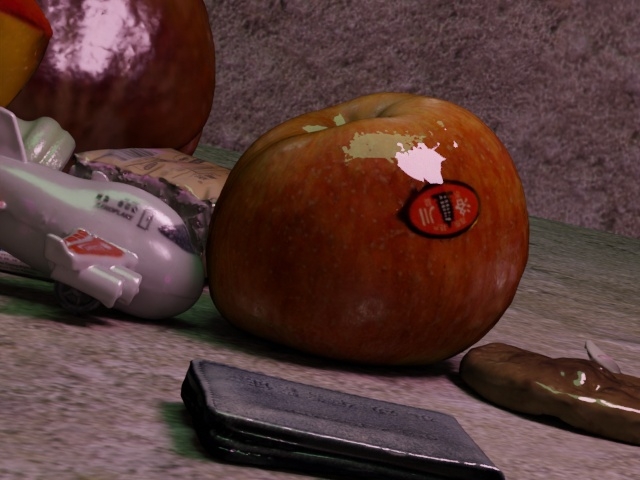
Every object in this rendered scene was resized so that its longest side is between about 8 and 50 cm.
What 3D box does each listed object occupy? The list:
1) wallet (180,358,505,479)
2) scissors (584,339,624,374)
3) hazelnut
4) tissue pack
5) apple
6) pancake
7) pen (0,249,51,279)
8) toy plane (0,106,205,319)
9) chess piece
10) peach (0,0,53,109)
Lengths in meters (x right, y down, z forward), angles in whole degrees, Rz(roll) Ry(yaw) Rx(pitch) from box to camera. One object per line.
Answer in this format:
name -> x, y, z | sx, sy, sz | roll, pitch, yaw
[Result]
wallet -> 0.011, 0.135, 1.382 | 0.222, 0.036, 0.167 | 11, 7, -10
scissors -> 0.288, 0.129, 1.950 | 0.085, 0.022, 0.176 | 13, 10, -6
hazelnut -> -0.349, -0.208, 2.277 | 0.429, 0.402, 0.402 | 13, 6, -30
tissue pack -> -0.135, -0.029, 2.102 | 0.215, 0.123, 0.257 | 18, 10, 30
apple -> 0.044, -0.018, 1.795 | 0.277, 0.250, 0.309 | 18, 12, 38
pancake -> 0.248, 0.132, 1.751 | 0.242, 0.050, 0.242 | 13, 8, -2
pen -> -0.316, 0.014, 1.842 | 0.204, 0.025, 0.025 | 12, 7, -2
toy plane -> -0.217, -0.014, 1.744 | 0.252, 0.118, 0.252 | 30, 14, -8
chess piece -> -0.401, -0.130, 2.011 | 0.272, 0.139, 0.139 | 37, 2, -11
peach -> -0.451, -0.181, 1.740 | 0.380, 0.306, 0.242 | -7, 58, -28
